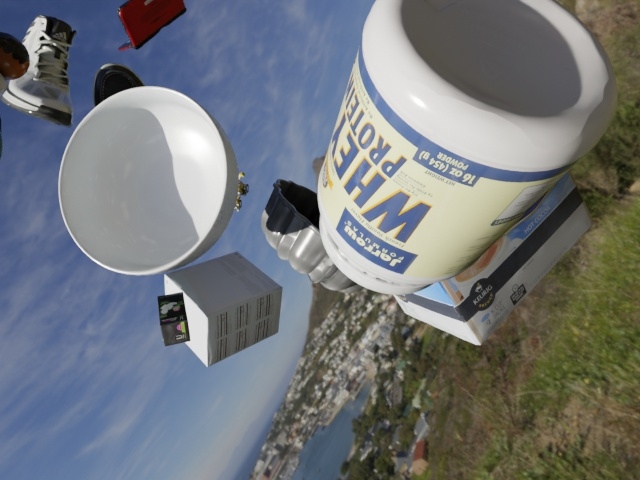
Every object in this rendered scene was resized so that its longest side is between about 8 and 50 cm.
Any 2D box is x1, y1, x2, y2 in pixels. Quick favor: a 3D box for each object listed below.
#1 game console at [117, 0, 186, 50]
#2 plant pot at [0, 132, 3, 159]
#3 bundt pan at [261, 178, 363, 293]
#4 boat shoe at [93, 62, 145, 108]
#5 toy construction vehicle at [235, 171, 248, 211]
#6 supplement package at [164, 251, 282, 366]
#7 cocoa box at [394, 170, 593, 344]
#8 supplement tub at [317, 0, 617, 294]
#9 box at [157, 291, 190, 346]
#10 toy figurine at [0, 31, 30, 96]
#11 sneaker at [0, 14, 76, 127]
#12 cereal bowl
[{"bbox_3d":[-0.347,-0.450,0.922,0.144,0.085,0.124,-51,-19,-21],"label":"game console"},{"bbox_3d":[-0.870,-0.248,0.987,0.272,0.271,0.255,-57,8,-19],"label":"plant pot"},{"bbox_3d":[0.000,0.000,1.088,0.124,0.330,0.331,-54,-4,16],"label":"bundt pan"},{"bbox_3d":[-0.555,-0.282,1.406,0.156,0.186,0.501,-170,68,-69],"label":"boat shoe"},{"bbox_3d":[-0.260,-0.156,1.485,0.086,0.035,0.098,-67,-11,-47],"label":"toy construction vehicle"},{"bbox_3d":[-0.233,0.155,1.119,0.203,0.194,0.150,-19,-52,-39],"label":"supplement package"},{"bbox_3d":[0.290,-0.024,0.900,0.347,0.228,0.231,-41,21,-14],"label":"cocoa box"},{"bbox_3d":[0.125,-0.093,0.533,0.236,0.235,0.325,-56,-7,-32],"label":"supplement tub"},{"bbox_3d":[-0.289,0.154,0.921,0.083,0.052,0.062,-118,25,-48],"label":"box"},{"bbox_3d":[-0.410,-0.213,0.437,0.213,0.209,0.148,92,-165,-63],"label":"toy figurine"},{"bbox_3d":[-0.798,-0.510,1.347,0.169,0.447,0.258,14,-70,-49],"label":"sneaker"},{"bbox_3d":[-0.303,-0.103,0.884,0.339,0.338,0.141,-60,-13,4],"label":"cereal bowl"}]
